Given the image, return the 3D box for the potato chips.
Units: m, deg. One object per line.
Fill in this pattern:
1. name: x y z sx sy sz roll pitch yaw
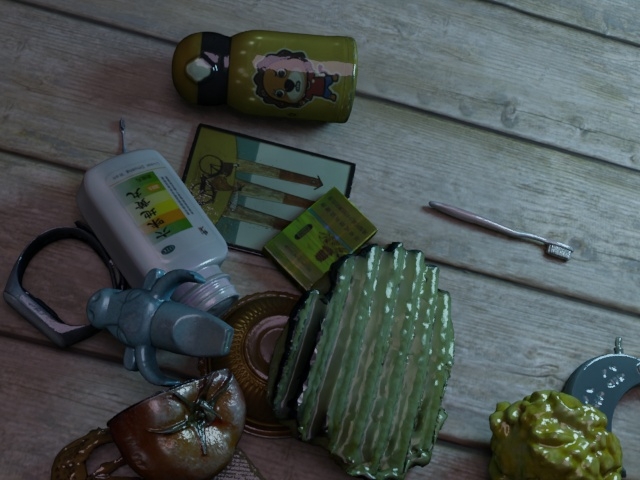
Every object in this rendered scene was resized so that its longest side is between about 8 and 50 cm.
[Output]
1. potato chips: 0.094 0.195 1.467 0.358 0.070 0.430 28 65 -25

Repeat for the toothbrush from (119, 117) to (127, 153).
1. toothbrush: -0.370 -0.159 1.617 0.011 0.014 0.167 -2 67 -21

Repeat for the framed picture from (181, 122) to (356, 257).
1. framed picture: -0.107 -0.083 1.637 0.323 0.013 0.244 14 66 -4

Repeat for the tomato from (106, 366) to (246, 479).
1. tomato: -0.211 0.308 1.346 0.214 0.180 0.155 -18 80 -42

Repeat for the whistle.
1. whistle: -0.262 0.132 1.363 0.273 0.093 0.186 11 84 25

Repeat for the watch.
1. watch: -0.430 0.075 1.477 0.206 0.068 0.193 37 66 8

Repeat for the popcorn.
1. popcorn: 0.390 0.366 1.444 0.234 0.217 0.181 14 52 6

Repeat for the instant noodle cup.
1. instant noodle cup: -0.072 0.199 1.478 0.273 0.091 0.274 4 65 -9

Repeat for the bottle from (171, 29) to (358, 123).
1. bottle: -0.112 -0.322 1.658 0.351 0.171 0.172 2 66 -8

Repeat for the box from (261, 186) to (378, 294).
1. box: 0.000 0.000 1.598 0.193 0.030 0.121 -41 79 -22

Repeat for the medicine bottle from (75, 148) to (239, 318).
1. medicine bottle: -0.275 0.001 1.492 0.179 0.124 0.324 -25 75 -41

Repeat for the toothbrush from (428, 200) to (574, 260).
1. toothbrush: 0.358 -0.021 1.691 0.307 0.025 0.030 19 73 -3

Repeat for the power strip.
1. power strip: 0.535 0.294 1.572 0.167 0.054 0.253 31 66 2

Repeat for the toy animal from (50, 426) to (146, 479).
1. toy animal: -0.385 0.410 1.346 0.149 0.054 0.275 40 63 4

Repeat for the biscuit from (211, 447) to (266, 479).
1. biscuit: -0.176 0.439 1.381 0.199 0.041 0.121 -35 75 -21
